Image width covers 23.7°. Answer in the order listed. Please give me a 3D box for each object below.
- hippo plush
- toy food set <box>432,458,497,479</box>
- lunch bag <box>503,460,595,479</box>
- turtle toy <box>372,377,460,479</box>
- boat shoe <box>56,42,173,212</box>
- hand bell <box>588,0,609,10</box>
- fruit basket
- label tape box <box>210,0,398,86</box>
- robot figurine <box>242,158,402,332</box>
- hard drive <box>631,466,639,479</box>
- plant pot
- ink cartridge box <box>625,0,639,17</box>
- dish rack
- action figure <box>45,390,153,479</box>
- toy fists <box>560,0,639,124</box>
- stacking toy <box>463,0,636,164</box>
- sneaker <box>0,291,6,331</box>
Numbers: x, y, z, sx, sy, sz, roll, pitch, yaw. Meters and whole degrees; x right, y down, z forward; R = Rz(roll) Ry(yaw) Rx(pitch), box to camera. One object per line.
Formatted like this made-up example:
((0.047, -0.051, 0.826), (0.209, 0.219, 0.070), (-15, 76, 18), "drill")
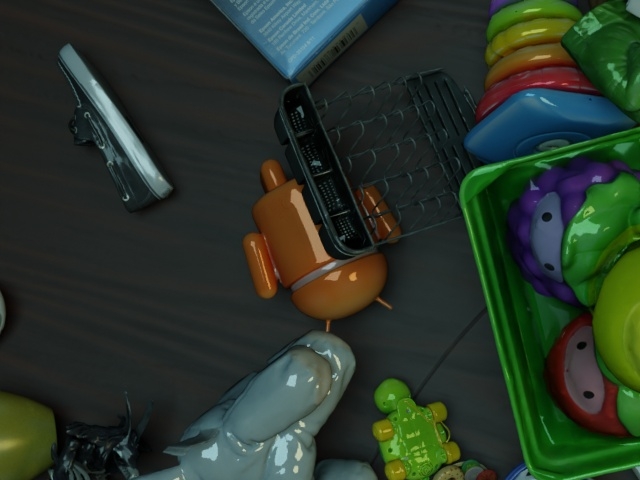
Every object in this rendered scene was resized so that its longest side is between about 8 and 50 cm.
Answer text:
((-0.021, 0.258, 1.720), (0.234, 0.294, 0.236), (-38, 90, 36), "hippo plush")
((0.168, 0.294, 1.783), (0.082, 0.020, 0.083), (-10, 110, -17), "toy food set")
((0.248, 0.409, 1.732), (0.243, 0.115, 0.303), (32, 92, 12), "lunch bag")
((0.102, 0.224, 1.795), (0.095, 0.066, 0.130), (-15, 82, -18), "turtle toy")
((-0.271, -0.135, 1.889), (0.076, 0.080, 0.228), (-34, 88, 4), "boat shoe")
((0.333, -0.389, 1.801), (0.126, 0.126, 0.242), (4, 98, 10), "hand bell")
((0.317, 0.074, 1.587), (0.283, 0.392, 0.392), (-14, 83, 8), "fruit basket")
((-0.056, -0.382, 1.851), (0.240, 0.106, 0.333), (-43, 80, 3), "label tape box")
((-0.002, 0.001, 1.802), (0.128, 0.158, 0.219), (-33, 79, 43), "robot figurine")
((0.407, 0.251, 1.764), (0.094, 0.022, 0.135), (-34, 81, 5), "hard drive")
((-0.372, 0.243, 1.856), (0.095, 0.134, 0.134), (-3, 84, -17), "plant pot")
((0.411, -0.294, 1.690), (0.239, 0.275, 0.060), (35, 123, 25), "ink cartridge box")
((0.090, -0.099, 1.762), (0.271, 0.074, 0.208), (-17, 79, -26), "dish rack")
((-0.281, 0.313, 1.814), (0.275, 0.164, 0.141), (-47, 62, 13), "action figure")
((0.388, -0.207, 1.691), (0.142, 0.279, 0.096), (53, 128, 12), "toy fists")
((0.251, -0.243, 1.777), (0.175, 0.166, 0.302), (4, 68, -24), "stacking toy")
((-0.523, 0.125, 1.887), (0.281, 0.115, 0.105), (-22, 82, 7), "sneaker")
